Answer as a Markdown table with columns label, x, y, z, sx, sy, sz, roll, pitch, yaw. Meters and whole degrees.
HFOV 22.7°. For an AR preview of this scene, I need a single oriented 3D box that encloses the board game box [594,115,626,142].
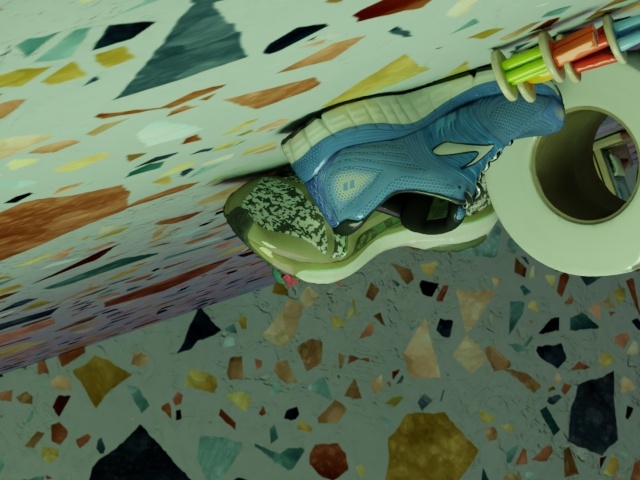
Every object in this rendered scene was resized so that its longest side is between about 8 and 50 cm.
| label | x | y | z | sx | sy | sz | roll | pitch | yaw |
| --- | --- | --- | --- | --- | --- | --- | --- | --- | --- |
| board game box | 0.431 | -0.186 | 2.205 | 0.318 | 0.066 | 0.318 | -18 | 175 | -11 |

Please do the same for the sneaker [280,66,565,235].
| label | x | y | z | sx | sy | sz | roll | pitch | yaw |
| --- | --- | --- | --- | --- | --- | --- | --- | --- | --- |
| sneaker | 0.119 | -0.081 | 1.619 | 0.330 | 0.147 | 0.130 | -18 | 175 | -30 |

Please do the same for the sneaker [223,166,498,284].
| label | x | y | z | sx | sy | sz | roll | pitch | yaw |
| --- | --- | --- | --- | --- | --- | --- | --- | --- | --- |
| sneaker | 0.067 | -0.079 | 1.817 | 0.410 | 0.158 | 0.182 | -14 | 142 | -40 |

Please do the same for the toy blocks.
| label | x | y | z | sx | sy | sz | roll | pitch | yaw |
| --- | --- | --- | --- | --- | --- | --- | --- | --- | --- |
| toy blocks | 0.249 | -0.183 | 1.530 | 0.148 | 0.054 | 0.123 | -21 | 176 | 22 |

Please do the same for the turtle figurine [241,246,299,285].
| label | x | y | z | sx | sy | sz | roll | pitch | yaw |
| --- | --- | --- | --- | --- | --- | --- | --- | --- | --- |
| turtle figurine | 0.000 | 0.000 | 2.357 | 0.234 | 0.118 | 0.175 | -25 | 176 | -7 |

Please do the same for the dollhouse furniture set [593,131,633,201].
| label | x | y | z | sx | sy | sz | roll | pitch | yaw |
| --- | --- | --- | --- | --- | --- | --- | --- | --- | --- |
| dollhouse furniture set | 0.413 | -0.073 | 2.233 | 0.129 | 0.129 | 0.183 | -21 | 174 | 28 |

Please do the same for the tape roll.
| label | x | y | z | sx | sy | sz | roll | pitch | yaw |
| --- | --- | --- | --- | --- | --- | --- | --- | --- | --- |
| tape roll | 0.329 | -0.091 | 1.792 | 0.246 | 0.246 | 0.169 | -23 | 175 | 34 |
